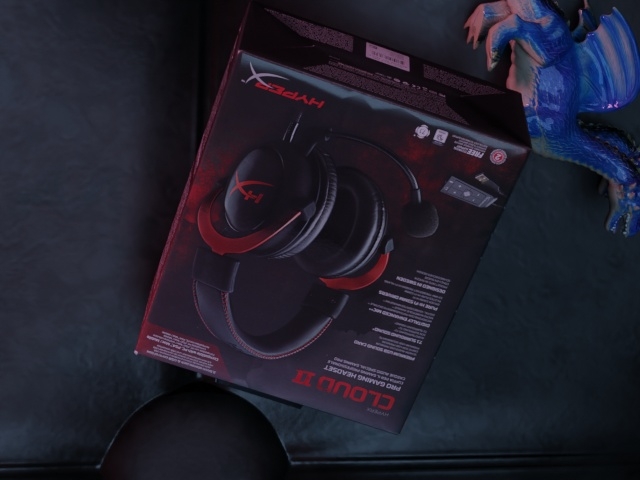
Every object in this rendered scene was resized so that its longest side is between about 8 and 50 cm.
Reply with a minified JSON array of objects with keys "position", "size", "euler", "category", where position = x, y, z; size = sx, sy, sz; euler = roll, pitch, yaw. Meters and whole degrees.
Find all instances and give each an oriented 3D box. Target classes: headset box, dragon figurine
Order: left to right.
[{"position":[0.000,0.000,1.059],"size":[0.218,0.110,0.293],"euler":[19,118,-7],"category":"headset box"},{"position":[0.193,-0.140,1.095],"size":[0.144,0.085,0.289],"euler":[-9,109,-6],"category":"dragon figurine"}]
